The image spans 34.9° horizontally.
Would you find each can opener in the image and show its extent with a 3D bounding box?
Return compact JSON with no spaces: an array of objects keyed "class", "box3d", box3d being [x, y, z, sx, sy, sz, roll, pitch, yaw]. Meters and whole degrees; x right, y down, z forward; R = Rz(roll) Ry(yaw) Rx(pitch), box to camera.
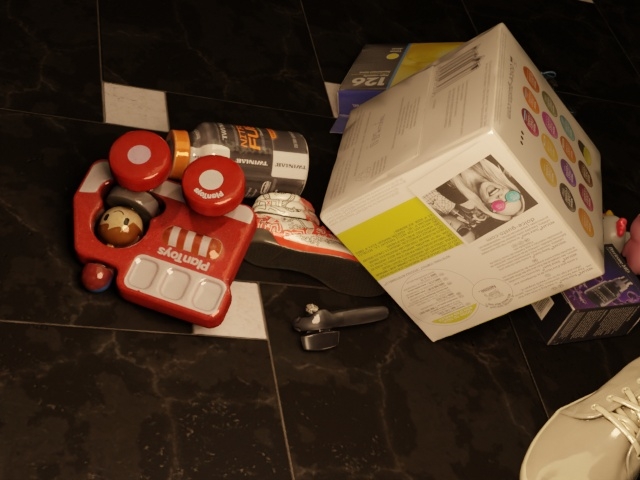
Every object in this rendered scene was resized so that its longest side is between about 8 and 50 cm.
[{"class":"can opener","box3d":[0.033,0.133,1.702,0.186,0.073,0.059,-12,14,-39]}]

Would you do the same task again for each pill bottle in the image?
[{"class":"pill bottle","box3d":[-0.155,-0.142,1.824,0.245,0.130,0.130,4,46,-24]}]

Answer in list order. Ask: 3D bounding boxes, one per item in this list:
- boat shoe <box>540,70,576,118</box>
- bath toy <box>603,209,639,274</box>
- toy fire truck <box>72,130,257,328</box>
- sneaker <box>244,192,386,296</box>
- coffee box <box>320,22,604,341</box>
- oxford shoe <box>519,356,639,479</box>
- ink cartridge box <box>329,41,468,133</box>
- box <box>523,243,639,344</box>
[{"class":"boat shoe","box3d":[0.533,-0.355,2.419,0.109,0.089,0.258,-12,53,-35]},{"class":"bath toy","box3d":[0.692,0.004,2.087,0.348,0.129,0.151,8,54,-17]},{"class":"toy fire truck","box3d":[-0.258,-0.012,1.619,0.302,0.169,0.254,18,60,6]},{"class":"sneaker","box3d":[0.000,-0.001,1.786,0.270,0.090,0.145,16,44,-7]},{"class":"coffee box","box3d":[0.253,-0.093,1.740,0.334,0.338,0.338,47,35,-24]},{"class":"oxford shoe","box3d":[0.496,0.295,1.662,0.449,0.130,0.169,-29,64,-27]},{"class":"ink cartridge box","box3d":[0.199,-0.324,2.142,0.303,0.072,0.307,4,36,18]},{"class":"box","box3d":[0.489,0.099,1.914,0.207,0.108,0.153,-5,49,-30]}]
